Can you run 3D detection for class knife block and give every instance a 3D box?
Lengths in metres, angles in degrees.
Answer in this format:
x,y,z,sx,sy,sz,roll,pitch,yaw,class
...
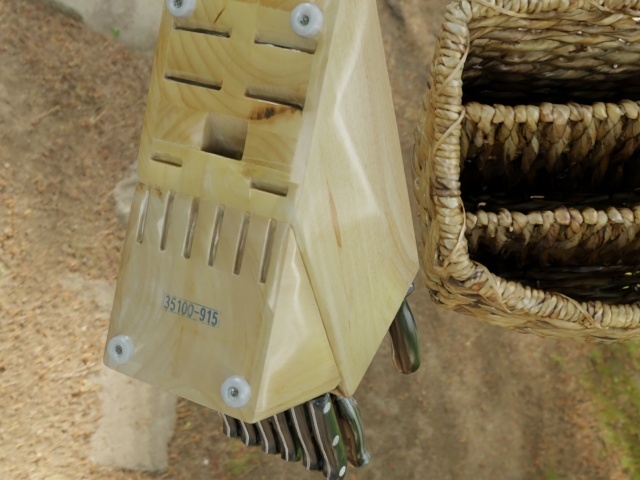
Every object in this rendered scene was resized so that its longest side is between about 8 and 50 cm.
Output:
x,y,z,sx,sy,sz,roll,pitch,yaw,class
0.000,0.000,0.497,0.242,0.088,0.276,-8,112,-63,knife block

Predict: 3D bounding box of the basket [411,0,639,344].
x,y,z,sx,sy,sz,roll,pitch,yaw,class
0.225,-0.044,0.672,0.299,0.223,0.214,0,72,-2,basket
